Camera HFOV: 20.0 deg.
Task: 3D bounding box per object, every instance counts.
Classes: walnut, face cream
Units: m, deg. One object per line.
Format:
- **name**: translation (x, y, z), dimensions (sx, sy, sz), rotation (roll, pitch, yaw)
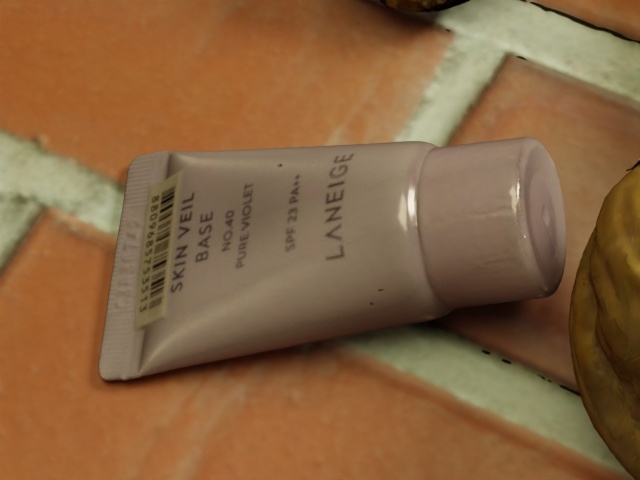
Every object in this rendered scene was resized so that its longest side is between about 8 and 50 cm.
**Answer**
- **walnut**: translation (0.227, 0.049, 0.909), dimensions (0.198, 0.198, 0.245), rotation (-29, 58, -5)
- **face cream**: translation (0.000, 0.000, 1.052), dimensions (0.274, 0.096, 0.154), rotation (-7, 63, 23)

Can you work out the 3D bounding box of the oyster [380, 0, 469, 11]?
- **oyster**: translation (0.111, -0.214, 1.123), dimensions (0.233, 0.161, 0.107), rotation (-20, 100, 3)
